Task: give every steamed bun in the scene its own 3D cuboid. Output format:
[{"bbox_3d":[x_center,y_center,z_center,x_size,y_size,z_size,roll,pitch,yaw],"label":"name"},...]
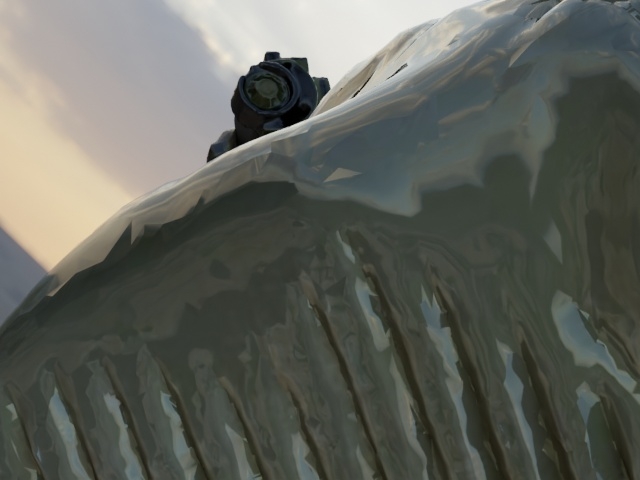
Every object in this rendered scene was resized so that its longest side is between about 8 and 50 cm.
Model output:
[{"bbox_3d":[0.082,0.087,0.610,0.255,0.368,0.342,-45,120,-66],"label":"steamed bun"}]

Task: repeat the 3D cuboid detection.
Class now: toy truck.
[{"bbox_3d":[-0.005,-0.001,1.303,0.127,0.127,0.257,112,-31,-62],"label":"toy truck"}]
